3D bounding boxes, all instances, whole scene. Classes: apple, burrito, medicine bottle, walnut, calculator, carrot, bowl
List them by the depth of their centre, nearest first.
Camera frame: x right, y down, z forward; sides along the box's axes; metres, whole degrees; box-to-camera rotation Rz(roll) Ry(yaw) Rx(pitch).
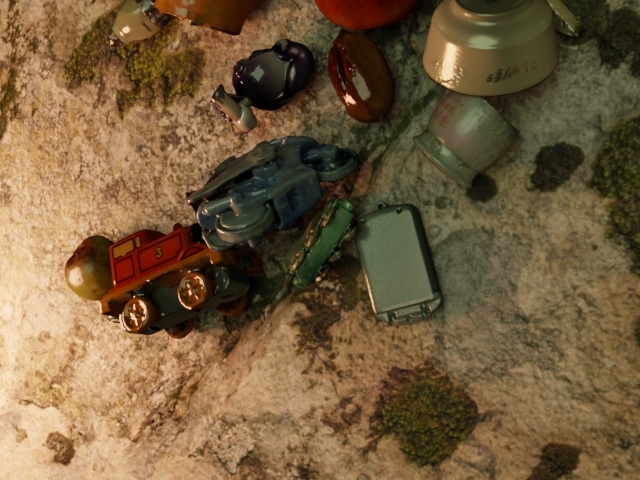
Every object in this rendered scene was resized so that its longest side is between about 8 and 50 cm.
[{"bbox_3d":[0.291,-0.363,1.146,0.238,0.126,0.237,-5,48,6],"label":"bowl"},{"bbox_3d":[0.258,-0.186,1.204,0.147,0.147,0.143,47,106,18],"label":"medicine bottle"},{"bbox_3d":[0.403,-0.433,1.215,0.045,0.041,0.185,-27,72,-24],"label":"burrito"},{"bbox_3d":[0.085,-0.505,1.262,0.230,0.230,0.229,-1,87,23],"label":"apple"},{"bbox_3d":[0.146,0.041,1.293,0.141,0.045,0.246,-18,81,21],"label":"calculator"},{"bbox_3d":[0.076,-0.323,1.307,0.116,0.116,0.207,-23,79,20],"label":"walnut"},{"bbox_3d":[-0.195,-0.604,1.378,0.224,0.224,0.340,27,105,22],"label":"carrot"}]

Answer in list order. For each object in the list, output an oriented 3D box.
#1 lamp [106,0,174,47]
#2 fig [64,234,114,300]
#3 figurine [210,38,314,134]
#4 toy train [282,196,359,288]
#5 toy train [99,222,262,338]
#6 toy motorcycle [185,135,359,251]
[{"bbox_3d":[-0.382,-0.525,1.514,0.250,0.101,0.101,-34,75,14],"label":"lamp"},{"bbox_3d":[-0.515,0.064,1.527,0.153,0.121,0.136,-62,29,29],"label":"fig"},{"bbox_3d":[-0.111,-0.319,1.363,0.145,0.145,0.222,39,85,20],"label":"figurine"},{"bbox_3d":[0.000,0.000,1.317,0.081,0.125,0.194,31,95,-19],"label":"toy train"},{"bbox_3d":[-0.313,0.077,1.428,0.369,0.163,0.231,-24,70,20],"label":"toy train"},{"bbox_3d":[-0.105,-0.123,1.286,0.319,0.182,0.241,-34,63,-22],"label":"toy motorcycle"}]
